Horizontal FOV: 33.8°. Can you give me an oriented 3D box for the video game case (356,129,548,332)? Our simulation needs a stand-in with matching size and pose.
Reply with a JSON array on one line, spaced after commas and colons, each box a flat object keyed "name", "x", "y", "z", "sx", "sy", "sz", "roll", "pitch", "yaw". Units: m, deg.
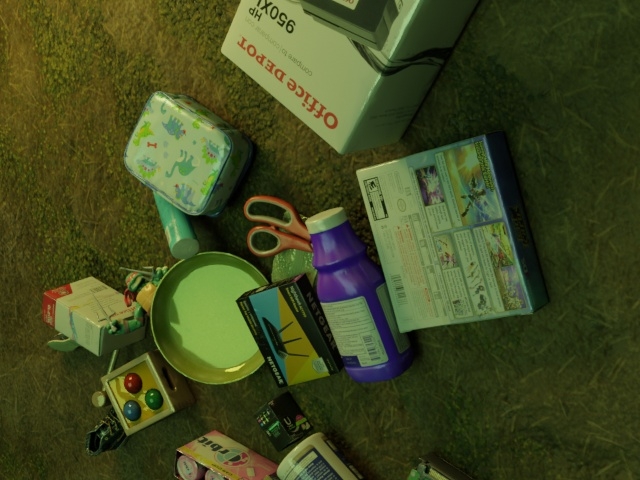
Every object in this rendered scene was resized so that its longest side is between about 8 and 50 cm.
[{"name": "video game case", "x": 0.197, "y": -0.008, "z": 1.599, "sx": 0.244, "sy": 0.061, "sz": 0.269, "roll": -13, "pitch": 94, "yaw": 41}]

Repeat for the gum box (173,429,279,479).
[{"name": "gum box", "x": -0.170, "y": 0.437, "z": 1.979, "sx": 0.188, "sy": 0.107, "sz": 0.062, "roll": 21, "pitch": 114, "yaw": 33}]

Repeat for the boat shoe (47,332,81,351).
[{"name": "boat shoe", "x": -0.535, "y": 0.206, "z": 2.250, "sx": 0.137, "sy": 0.049, "sz": 0.043, "roll": -20, "pitch": 47, "yaw": 42}]

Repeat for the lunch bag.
[{"name": "lunch bag", "x": -0.238, "y": -0.151, "z": 1.871, "sx": 0.219, "sy": 0.090, "sz": 0.176, "roll": 34, "pitch": 106, "yaw": 26}]

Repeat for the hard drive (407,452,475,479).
[{"name": "hard drive", "x": 0.205, "y": 0.550, "z": 1.720, "sx": 0.237, "sy": 0.064, "sz": 0.338, "roll": 29, "pitch": 112, "yaw": 30}]

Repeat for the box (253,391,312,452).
[{"name": "box", "x": -0.068, "y": 0.327, "z": 1.898, "sx": 0.083, "sy": 0.062, "sz": 0.052, "roll": 54, "pitch": 129, "yaw": 14}]

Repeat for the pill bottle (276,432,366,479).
[{"name": "pill bottle", "x": 0.023, "y": 0.436, "z": 1.823, "sx": 0.186, "sy": 0.112, "sz": 0.112, "roll": 46, "pitch": 125, "yaw": 21}]

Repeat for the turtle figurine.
[{"name": "turtle figurine", "x": -0.312, "y": 0.121, "z": 2.000, "sx": 0.234, "sy": 0.118, "sz": 0.175, "roll": 37, "pitch": 111, "yaw": 14}]

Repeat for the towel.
[{"name": "towel", "x": -0.035, "y": 0.028, "z": 1.815, "sx": 0.110, "sy": 0.027, "sz": 0.148, "roll": 27, "pitch": 117, "yaw": 31}]

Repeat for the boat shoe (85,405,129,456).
[{"name": "boat shoe", "x": -0.425, "y": 0.379, "z": 2.181, "sx": 0.065, "sy": 0.083, "sz": 0.183, "roll": 42, "pitch": 124, "yaw": 22}]

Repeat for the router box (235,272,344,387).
[{"name": "router box", "x": -0.050, "y": 0.156, "z": 1.815, "sx": 0.133, "sy": 0.046, "sz": 0.179, "roll": -19, "pitch": 103, "yaw": 31}]

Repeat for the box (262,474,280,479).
[{"name": "box", "x": -0.010, "y": 0.509, "z": 1.861, "sx": 0.225, "sy": 0.136, "sz": 0.036, "roll": 41, "pitch": 87, "yaw": 22}]

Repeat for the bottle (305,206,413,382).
[{"name": "bottle", "x": 0.055, "y": 0.088, "z": 1.692, "sx": 0.118, "sy": 0.092, "sz": 0.282, "roll": -12, "pitch": 103, "yaw": 43}]

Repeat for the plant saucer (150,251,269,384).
[{"name": "plant saucer", "x": -0.188, "y": 0.139, "z": 1.906, "sx": 0.241, "sy": 0.037, "sz": 0.240, "roll": 1, "pitch": 93, "yaw": 10}]

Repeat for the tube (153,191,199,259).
[{"name": "tube", "x": -0.272, "y": -0.053, "z": 1.933, "sx": 0.080, "sy": 0.052, "sz": 0.207, "roll": -54, "pitch": 41, "yaw": 28}]

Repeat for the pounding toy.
[{"name": "pounding toy", "x": -0.385, "y": 0.290, "z": 2.085, "sx": 0.206, "sy": 0.094, "sz": 0.181, "roll": -30, "pitch": 83, "yaw": 23}]

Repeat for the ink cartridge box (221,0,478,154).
[{"name": "ink cartridge box", "x": 0.060, "y": -0.368, "z": 1.543, "sx": 0.285, "sy": 0.166, "sz": 0.395, "roll": 43, "pitch": 125, "yaw": 22}]

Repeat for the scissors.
[{"name": "scissors", "x": 0.000, "y": 0.000, "z": 1.754, "sx": 0.297, "sy": 0.021, "sz": 0.109, "roll": 14, "pitch": 105, "yaw": 23}]

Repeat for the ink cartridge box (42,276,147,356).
[{"name": "ink cartridge box", "x": -0.453, "y": 0.151, "z": 2.113, "sx": 0.175, "sy": 0.127, "sz": 0.072, "roll": 26, "pitch": 118, "yaw": 31}]
